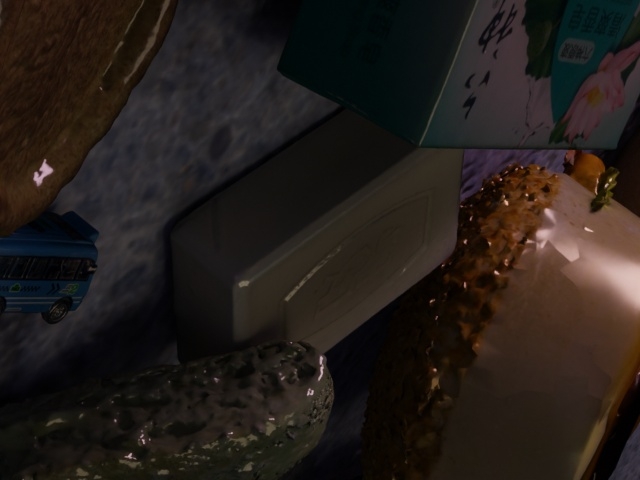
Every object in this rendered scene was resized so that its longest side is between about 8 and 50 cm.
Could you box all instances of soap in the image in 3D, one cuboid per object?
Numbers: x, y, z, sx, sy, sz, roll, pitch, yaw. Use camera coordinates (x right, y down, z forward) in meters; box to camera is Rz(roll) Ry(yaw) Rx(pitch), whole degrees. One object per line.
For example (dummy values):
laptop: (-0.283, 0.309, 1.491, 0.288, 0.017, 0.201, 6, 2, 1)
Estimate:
soap: (0.000, 0.000, 0.873, 0.183, 0.064, 0.121, -36, 149, -29)

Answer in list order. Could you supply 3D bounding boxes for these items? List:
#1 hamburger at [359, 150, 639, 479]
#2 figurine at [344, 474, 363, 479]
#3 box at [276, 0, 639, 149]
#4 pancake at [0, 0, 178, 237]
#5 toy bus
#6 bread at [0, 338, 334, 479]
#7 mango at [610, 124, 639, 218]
hamburger: (0.129, 0.086, 1.043, 0.294, 0.179, 0.276, -46, 156, -46)
figurine: (0.066, 0.283, 1.261, 0.281, 0.167, 0.370, -42, 163, -6)
box: (0.100, -0.132, 0.800, 0.245, 0.092, 0.153, -7, 123, -57)
pancake: (-0.090, -0.087, 0.588, 0.199, 0.021, 0.199, -62, 173, -14)
toy bus: (-0.136, 0.009, 0.688, 0.083, 0.038, 0.046, 4, 119, -61)
bread: (-0.100, 0.124, 0.815, 0.232, 0.064, 0.172, -38, 140, 19)
mango: (0.308, -0.009, 1.227, 0.384, 0.199, 0.221, -44, 164, 16)
